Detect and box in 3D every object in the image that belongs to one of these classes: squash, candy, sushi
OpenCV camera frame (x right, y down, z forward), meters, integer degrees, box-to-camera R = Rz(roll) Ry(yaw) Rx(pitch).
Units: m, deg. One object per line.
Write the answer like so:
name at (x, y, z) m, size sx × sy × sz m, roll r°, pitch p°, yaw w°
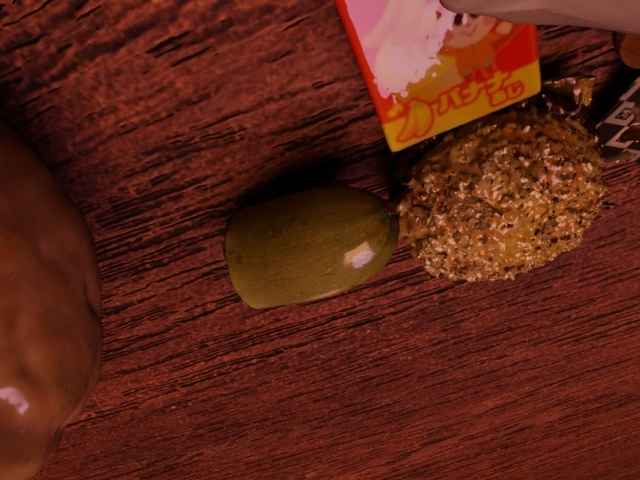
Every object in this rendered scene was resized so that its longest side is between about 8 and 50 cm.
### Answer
squash at (0.000, 0.000, 0.586) m, size 0.186 × 0.123 × 0.123 m, roll -15°, pitch 144°, yaw 34°
candy at (0.074, -0.208, 0.425) m, size 0.146 × 0.088 × 0.276 m, roll -22°, pitch 139°, yaw 11°
sushi at (0.389, -0.140, 0.631) m, size 0.200 × 0.031 × 0.139 m, roll -1°, pitch 148°, yaw -14°

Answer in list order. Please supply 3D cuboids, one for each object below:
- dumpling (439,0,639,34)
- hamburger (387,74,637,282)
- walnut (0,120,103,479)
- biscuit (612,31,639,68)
dumpling at (0.235, -0.197, 0.286) m, size 0.340 × 0.260 × 0.182 m, roll -12°, pitch 112°, yaw -38°
hamburger at (0.193, -0.049, 0.599) m, size 0.261 × 0.139 × 0.243 m, roll -19°, pitch 139°, yaw 8°
walnut at (-0.351, 0.056, 0.437) m, size 0.380 × 0.382 × 0.381 m, roll -8°, pitch 139°, yaw -7°
biscuit at (0.347, -0.223, 0.481) m, size 0.208 × 0.049 × 0.181 m, roll -15°, pitch 158°, yaw -4°
